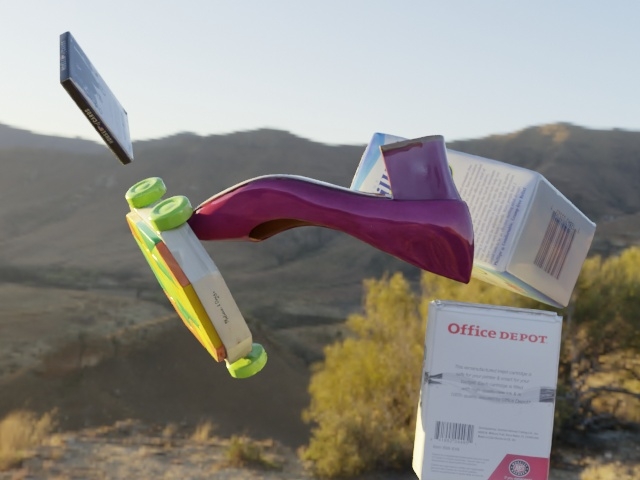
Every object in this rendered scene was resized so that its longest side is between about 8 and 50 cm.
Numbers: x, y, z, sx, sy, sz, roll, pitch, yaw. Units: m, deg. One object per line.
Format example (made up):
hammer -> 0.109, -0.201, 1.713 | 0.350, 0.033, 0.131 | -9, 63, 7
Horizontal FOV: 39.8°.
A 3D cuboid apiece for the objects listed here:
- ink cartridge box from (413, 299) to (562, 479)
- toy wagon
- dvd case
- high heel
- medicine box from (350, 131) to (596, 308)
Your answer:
ink cartridge box -> 0.205, 0.189, 1.101 | 0.158, 0.218, 0.092 | 6, -1, 0
toy wagon -> -0.193, 0.042, 1.253 | 0.068, 0.267, 0.344 | -31, 27, -15
dvd case -> -0.463, -0.292, 1.826 | 0.029, 0.179, 0.238 | -24, -45, 6
high heel -> 0.000, 0.000, 1.103 | 0.377, 0.181, 0.127 | -14, -6, 27
medicine box -> 0.229, -0.030, 1.350 | 0.289, 0.149, 0.263 | 20, -3, 37
